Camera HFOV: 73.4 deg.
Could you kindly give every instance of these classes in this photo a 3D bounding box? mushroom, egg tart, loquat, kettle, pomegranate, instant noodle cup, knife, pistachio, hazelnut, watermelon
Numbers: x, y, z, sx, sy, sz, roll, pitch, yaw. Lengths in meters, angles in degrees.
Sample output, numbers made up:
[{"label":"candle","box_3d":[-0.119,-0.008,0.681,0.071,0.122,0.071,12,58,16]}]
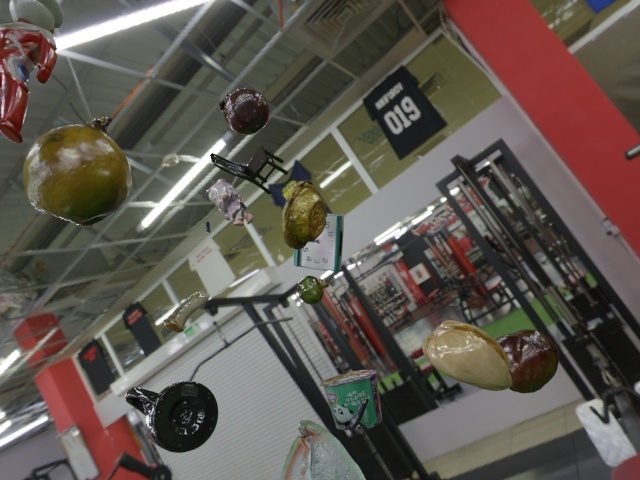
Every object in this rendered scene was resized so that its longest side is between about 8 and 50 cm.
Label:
[{"label":"mushroom","box_3d":[-0.526,0.276,1.711,0.209,0.085,0.071,-50,-35,-35]},{"label":"egg tart","box_3d":[-0.057,-0.100,1.744,0.119,0.287,0.288,10,11,27]},{"label":"loquat","box_3d":[-0.515,-0.159,0.930,0.213,0.214,0.245,23,-91,-78]},{"label":"kettle","box_3d":[-0.495,0.577,1.393,0.251,0.207,0.271,8,-26,-32]},{"label":"pomegranate","box_3d":[-0.037,0.210,1.835,0.130,0.130,0.130,-32,-10,-6]},{"label":"instant noodle cup","box_3d":[0.138,0.664,1.789,0.252,0.189,0.251,-12,-9,-2]},{"label":"knife","box_3d":[0.108,0.480,1.196,0.031,0.018,0.121,-8,-56,-39]},{"label":"pistachio","box_3d":[0.376,0.298,1.091,0.157,0.230,0.157,-63,-4,-8]},{"label":"hazelnut","box_3d":[0.704,0.409,1.458,0.234,0.217,0.218,-1,-28,-37]},{"label":"watermelon","box_3d":[-0.038,0.732,1.290,0.290,0.319,0.214,-37,-13,6]}]

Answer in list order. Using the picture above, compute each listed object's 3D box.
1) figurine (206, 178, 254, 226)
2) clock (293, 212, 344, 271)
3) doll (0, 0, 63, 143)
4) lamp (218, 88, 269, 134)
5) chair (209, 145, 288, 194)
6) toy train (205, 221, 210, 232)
[{"label":"figurine","box_3d":[-0.449,-0.186,2.141,0.133,0.276,0.200,-38,-8,-22]},{"label":"clock","box_3d":[0.000,0.000,1.986,0.232,0.261,0.116,6,9,25]},{"label":"doll","box_3d":[-0.596,-0.350,0.825,0.189,0.383,0.099,2,-24,3]},{"label":"lamp","box_3d":[-0.258,-0.447,1.500,0.157,0.157,0.135,-29,8,-5]},{"label":"chair","box_3d":[-0.211,-0.233,1.273,0.213,0.084,0.101,27,-65,-37]},{"label":"toy train","box_3d":[-0.499,-0.058,1.908,0.017,0.083,0.017,2,-59,-19]}]
